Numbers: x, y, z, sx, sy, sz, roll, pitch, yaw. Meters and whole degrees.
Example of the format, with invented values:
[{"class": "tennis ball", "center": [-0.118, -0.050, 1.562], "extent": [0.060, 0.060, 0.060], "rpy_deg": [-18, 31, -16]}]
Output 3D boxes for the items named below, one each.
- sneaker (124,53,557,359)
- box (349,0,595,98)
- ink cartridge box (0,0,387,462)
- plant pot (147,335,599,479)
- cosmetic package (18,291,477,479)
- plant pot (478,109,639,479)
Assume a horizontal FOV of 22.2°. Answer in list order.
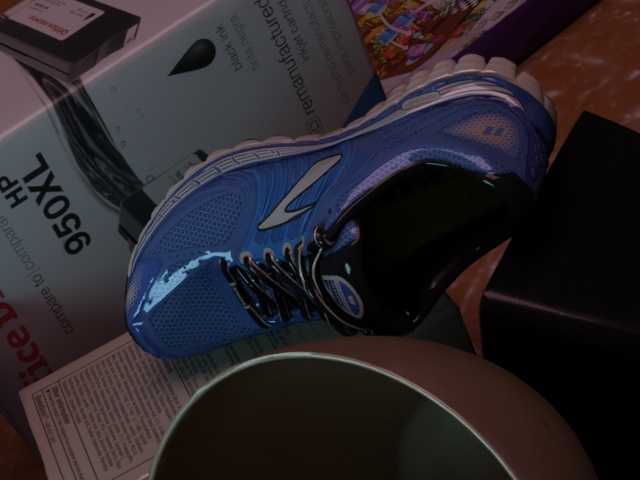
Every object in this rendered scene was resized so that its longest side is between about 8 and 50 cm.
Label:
[{"class": "sneaker", "center": [0.000, 0.000, 1.064], "extent": [0.330, 0.130, 0.147], "rpy_deg": [-28, 28, 24]}, {"class": "box", "center": [0.121, -0.223, 1.533], "extent": [0.293, 0.057, 0.201], "rpy_deg": [-38, 42, -16]}, {"class": "ink cartridge box", "center": [-0.149, -0.056, 1.301], "extent": [0.395, 0.285, 0.166], "rpy_deg": [-35, 41, -12]}, {"class": "plant pot", "center": [0.061, 0.177, 0.984], "extent": [0.284, 0.284, 0.191], "rpy_deg": [5, 16, 31]}, {"class": "cosmetic package", "center": [-0.049, 0.115, 1.196], "extent": [0.309, 0.113, 0.160], "rpy_deg": [-27, 39, -5]}, {"class": "plant pot", "center": [0.222, 0.054, 1.085], "extent": [0.167, 0.188, 0.187], "rpy_deg": [15, 52, 23]}]
